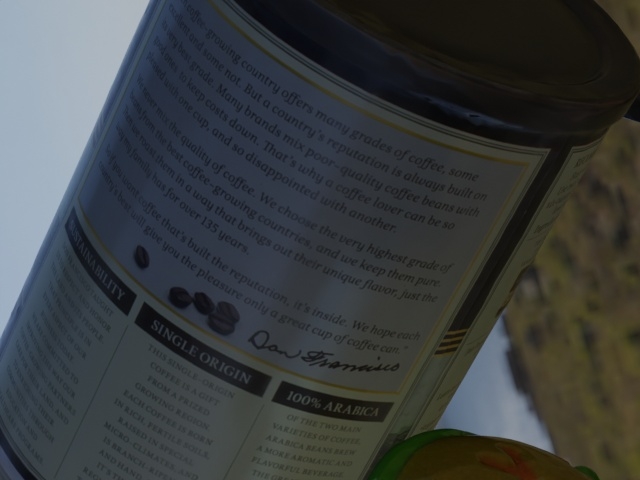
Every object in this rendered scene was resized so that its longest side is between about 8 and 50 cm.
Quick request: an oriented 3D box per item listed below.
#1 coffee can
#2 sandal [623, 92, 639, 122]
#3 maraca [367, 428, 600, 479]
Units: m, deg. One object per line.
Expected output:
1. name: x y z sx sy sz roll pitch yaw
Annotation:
1. coffee can: -0.013 -0.003 0.868 0.275 0.201 0.201 -62 25 26
2. sandal: 0.110 -0.096 1.160 0.097 0.254 0.054 -99 26 -73
3. maraca: 0.073 0.125 0.678 0.185 0.099 0.127 11 -121 -52
